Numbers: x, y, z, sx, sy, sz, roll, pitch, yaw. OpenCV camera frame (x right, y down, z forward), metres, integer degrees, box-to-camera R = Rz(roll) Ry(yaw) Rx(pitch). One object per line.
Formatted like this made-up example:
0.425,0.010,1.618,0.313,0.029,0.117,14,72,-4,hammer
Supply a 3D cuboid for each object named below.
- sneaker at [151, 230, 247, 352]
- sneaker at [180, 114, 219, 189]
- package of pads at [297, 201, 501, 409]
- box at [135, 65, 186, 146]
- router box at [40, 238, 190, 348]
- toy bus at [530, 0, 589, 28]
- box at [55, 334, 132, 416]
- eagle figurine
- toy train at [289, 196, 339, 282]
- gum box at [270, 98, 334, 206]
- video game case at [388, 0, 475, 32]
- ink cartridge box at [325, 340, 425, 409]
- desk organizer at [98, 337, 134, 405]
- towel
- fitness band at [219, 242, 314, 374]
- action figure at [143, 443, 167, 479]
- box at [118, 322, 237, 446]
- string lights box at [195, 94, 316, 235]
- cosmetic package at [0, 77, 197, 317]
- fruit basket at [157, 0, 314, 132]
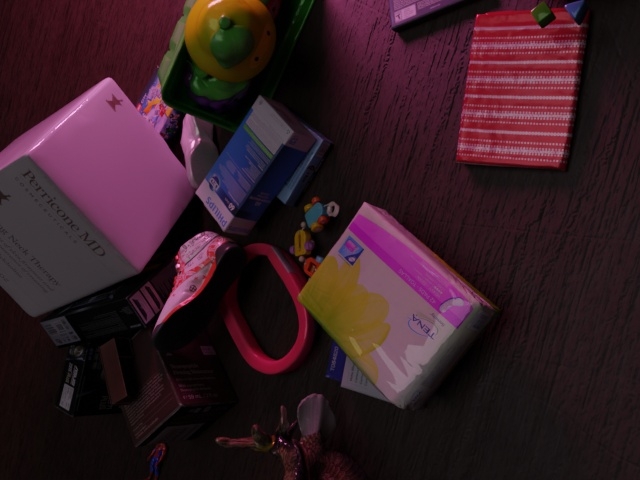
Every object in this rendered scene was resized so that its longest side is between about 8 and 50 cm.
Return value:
-0.276,0.101,1.464,0.270,0.090,0.145,-53,40,-7,sneaker
-0.291,-0.206,1.619,0.094,0.080,0.212,-26,59,43,sneaker
0.119,0.112,1.182,0.296,0.101,0.229,44,105,33,package of pads
-0.411,-0.294,1.719,0.233,0.044,0.159,-56,48,16,box
-0.444,0.121,1.572,0.308,0.243,0.081,-15,112,34,router box
0.394,-0.439,1.119,0.191,0.104,0.202,-49,59,18,toy bus
-0.532,0.319,1.661,0.077,0.147,0.180,13,90,37,box
-0.019,0.448,1.228,0.298,0.226,0.225,39,144,50,eagle figurine
0.000,0.000,1.372,0.125,0.046,0.166,25,100,49,toy train
-0.079,-0.186,1.469,0.184,0.041,0.157,43,109,34,gum box
0.211,-0.557,1.323,0.196,0.026,0.274,-12,75,35,video game case
0.106,0.173,1.274,0.223,0.045,0.224,9,88,37,ink cartridge box
-0.411,0.268,1.430,0.050,0.047,0.130,-32,65,27,desk organizer
0.340,-0.259,1.178,0.198,0.031,0.275,9,90,35,towel
-0.110,0.137,1.441,0.209,0.054,0.291,-47,58,25,fitness band
-0.377,0.504,1.594,0.038,0.030,0.115,20,93,42,action figure
-0.321,0.307,1.493,0.167,0.168,0.203,-43,61,24,box
-0.139,-0.152,1.436,0.260,0.076,0.133,-52,57,21,string lights box
-0.560,-0.089,1.559,0.393,0.329,0.327,-21,29,33,cosmetic package
-0.166,-0.410,1.415,0.392,0.282,0.392,-22,61,45,fruit basket
